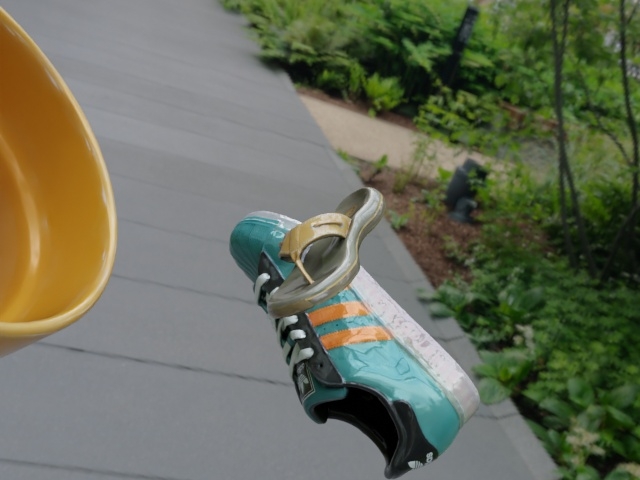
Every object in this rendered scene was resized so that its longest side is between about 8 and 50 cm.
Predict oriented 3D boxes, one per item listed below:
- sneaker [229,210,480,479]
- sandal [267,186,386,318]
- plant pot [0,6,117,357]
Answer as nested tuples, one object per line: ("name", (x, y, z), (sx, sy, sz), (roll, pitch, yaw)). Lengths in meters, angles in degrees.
("sneaker", (0.005, 0.095, 0.741), (0.302, 0.108, 0.121), (41, 60, 16))
("sandal", (0.000, 0.000, 0.590), (0.049, 0.072, 0.180), (54, 35, -16))
("plant pot", (-0.241, -0.014, 0.384), (0.205, 0.187, 0.205), (52, 22, -31))
